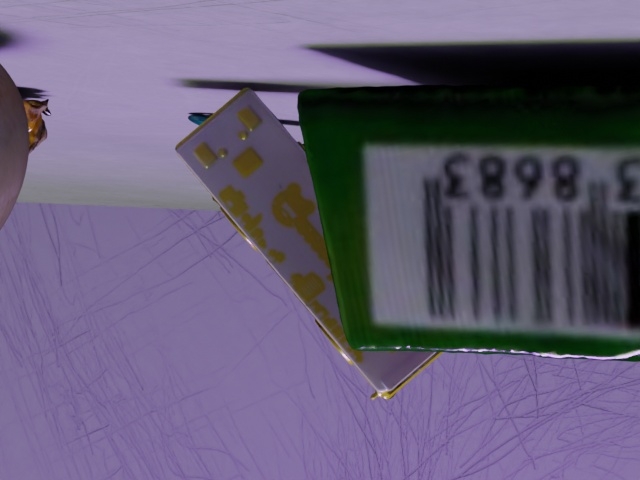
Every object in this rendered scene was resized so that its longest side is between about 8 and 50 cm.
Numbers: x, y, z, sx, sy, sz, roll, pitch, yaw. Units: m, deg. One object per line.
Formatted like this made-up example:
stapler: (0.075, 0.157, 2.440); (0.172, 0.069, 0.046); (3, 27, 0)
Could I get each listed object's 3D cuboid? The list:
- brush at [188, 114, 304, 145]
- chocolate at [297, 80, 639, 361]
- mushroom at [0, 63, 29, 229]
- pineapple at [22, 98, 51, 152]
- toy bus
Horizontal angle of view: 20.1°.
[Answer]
brush: (-0.019, -0.085, 1.480); (0.193, 0.032, 0.043); (17, 177, -27)
chocolate: (0.215, -0.014, 1.082); (0.360, 0.161, 0.341); (2, -179, 26)
mushroom: (-0.278, -0.040, 1.036); (0.226, 0.178, 0.226); (-33, -179, 1)
pineapple: (-0.302, -0.078, 1.330); (0.225, 0.076, 0.225); (2, 176, 0)
toy bus: (0.000, 0.000, 1.222); (0.081, 0.226, 0.074); (-38, 175, -1)
